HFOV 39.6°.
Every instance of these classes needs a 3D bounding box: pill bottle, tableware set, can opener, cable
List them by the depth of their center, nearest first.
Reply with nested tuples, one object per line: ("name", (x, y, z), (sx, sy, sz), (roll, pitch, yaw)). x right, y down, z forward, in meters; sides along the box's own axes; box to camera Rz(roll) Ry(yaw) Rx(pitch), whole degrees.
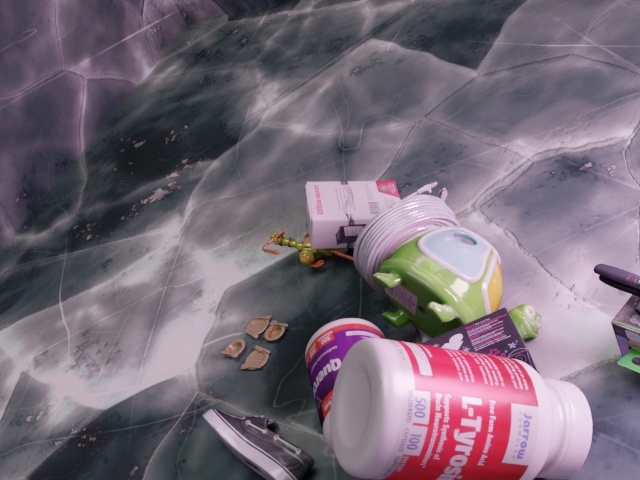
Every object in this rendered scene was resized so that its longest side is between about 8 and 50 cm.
("pill bottle", (0.241, 0.302, 1.510), (0.407, 0.229, 0.229), (10, 30, -20))
("can opener", (0.570, 0.083, 1.614), (0.073, 0.059, 0.186), (-39, 37, -11))
("pill bottle", (0.079, 0.317, 1.798), (0.181, 0.181, 0.323), (-26, 35, 6))
("cable", (0.202, 0.016, 2.026), (0.257, 0.257, 0.089), (-27, 47, -8))
("tableware set", (-0.159, 0.248, 2.193), (0.141, 0.020, 0.169), (10, 51, 43))

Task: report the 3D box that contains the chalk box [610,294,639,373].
("chalk box", (0.632, 0.170, 1.632), (0.213, 0.132, 0.132), (-46, 39, -19))

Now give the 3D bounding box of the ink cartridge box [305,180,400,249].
("ink cartridge box", (0.083, -0.067, 2.262), (0.237, 0.100, 0.172), (-1, 36, -6))

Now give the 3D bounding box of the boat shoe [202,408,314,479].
("boat shoe", (-0.132, 0.422, 1.886), (0.102, 0.108, 0.301), (-45, 40, -20))

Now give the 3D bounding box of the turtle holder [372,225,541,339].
("turtle holder", (0.285, 0.100, 1.865), (0.227, 0.243, 0.320), (-45, 37, -21))

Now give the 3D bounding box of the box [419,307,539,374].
("box", (0.290, 0.269, 1.723), (0.247, 0.163, 0.142), (-24, 32, 8))

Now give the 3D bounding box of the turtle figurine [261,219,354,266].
("turtle figurine", (0.000, 0.000, 2.329), (0.269, 0.087, 0.217), (5, 42, 21))
